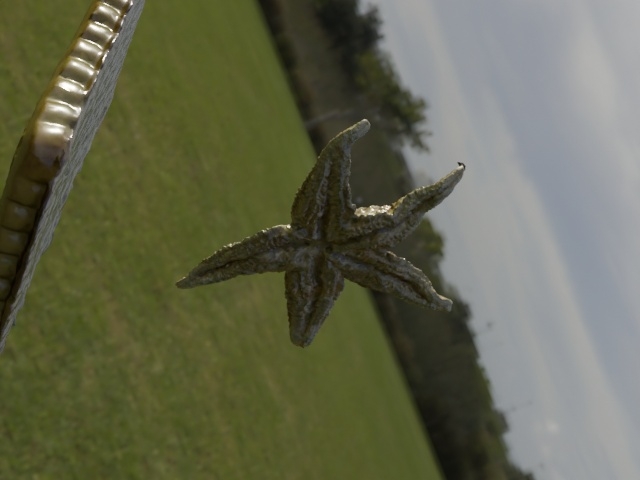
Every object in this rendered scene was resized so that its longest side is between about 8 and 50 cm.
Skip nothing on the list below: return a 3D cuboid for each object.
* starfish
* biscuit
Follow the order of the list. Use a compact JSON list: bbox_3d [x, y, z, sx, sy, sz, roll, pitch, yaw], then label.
[{"bbox_3d":[0.000,0.000,0.416,0.016,0.086,0.092,-101,-168,-45],"label":"starfish"},{"bbox_3d":[-0.138,-0.064,0.768,0.254,0.029,0.172,-78,-167,-47],"label":"biscuit"}]
